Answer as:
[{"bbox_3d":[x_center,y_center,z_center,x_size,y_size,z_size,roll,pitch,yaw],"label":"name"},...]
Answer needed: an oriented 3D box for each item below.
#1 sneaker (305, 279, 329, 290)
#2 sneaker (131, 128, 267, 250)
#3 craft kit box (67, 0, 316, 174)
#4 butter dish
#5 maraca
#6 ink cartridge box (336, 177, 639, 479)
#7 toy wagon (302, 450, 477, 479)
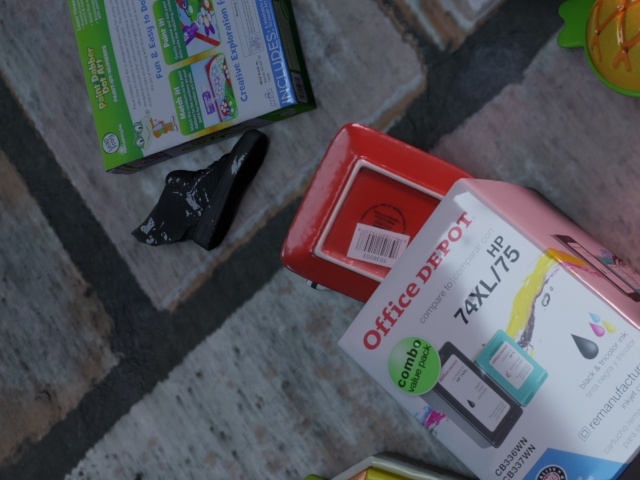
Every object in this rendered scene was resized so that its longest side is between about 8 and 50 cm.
[{"bbox_3d":[0.000,0.000,1.571,0.044,0.040,0.109,-5,87,29],"label":"sneaker"},{"bbox_3d":[-0.129,-0.057,1.630,0.089,0.051,0.170,32,107,19],"label":"sneaker"},{"bbox_3d":[-0.147,-0.223,1.641,0.247,0.061,0.249,-16,82,24],"label":"craft kit box"},{"bbox_3d":[0.050,-0.028,1.509,0.160,0.118,0.159,23,100,-17],"label":"butter dish"},{"bbox_3d":[0.289,-0.199,1.397,0.127,0.099,0.186,-54,43,5],"label":"maraca"},{"bbox_3d":[0.200,0.103,1.379,0.270,0.197,0.198,42,107,22],"label":"ink cartridge box"},{"bbox_3d":[0.073,0.391,1.513,0.267,0.068,0.344,15,96,27],"label":"toy wagon"}]
